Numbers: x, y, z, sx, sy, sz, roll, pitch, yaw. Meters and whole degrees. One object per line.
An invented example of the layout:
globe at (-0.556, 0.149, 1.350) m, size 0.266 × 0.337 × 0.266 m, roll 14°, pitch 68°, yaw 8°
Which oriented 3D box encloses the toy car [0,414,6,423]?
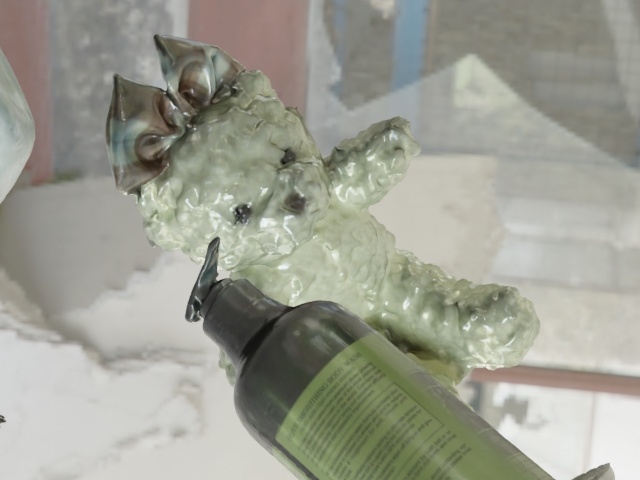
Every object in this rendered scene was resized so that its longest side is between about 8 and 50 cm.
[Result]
toy car at (-0.328, 0.188, 1.368) m, size 0.041 × 0.025 × 0.093 m, roll -65°, pitch -168°, yaw -10°

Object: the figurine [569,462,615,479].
figurine at (0.250, 0.360, 1.502) m, size 0.141 × 0.250 × 0.166 m, roll 59°, pitch -17°, yaw 7°

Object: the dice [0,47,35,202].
dice at (-0.485, -0.161, 1.290) m, size 0.348 × 0.328 × 0.330 m, roll 57°, pitch -5°, yaw 49°

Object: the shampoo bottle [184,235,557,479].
shampoo bottle at (0.022, 0.109, 0.851) m, size 0.101 × 0.284 × 0.101 m, roll -41°, pitch 155°, yaw -23°

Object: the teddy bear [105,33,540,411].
teddy bear at (0.000, 0.000, 1.378) m, size 0.327 × 0.375 × 0.362 m, roll -50°, pitch 151°, yaw -18°
